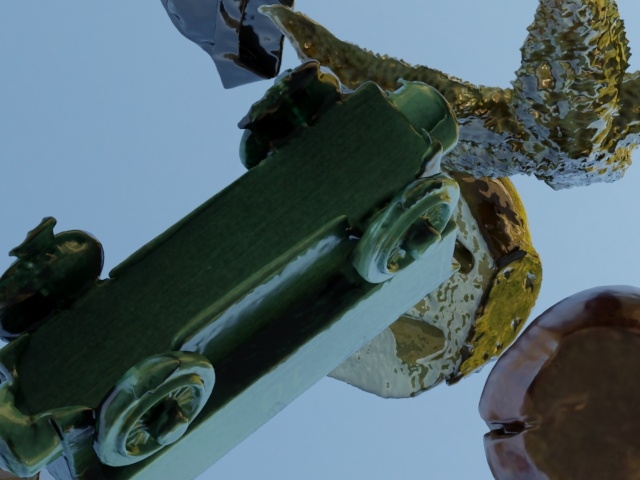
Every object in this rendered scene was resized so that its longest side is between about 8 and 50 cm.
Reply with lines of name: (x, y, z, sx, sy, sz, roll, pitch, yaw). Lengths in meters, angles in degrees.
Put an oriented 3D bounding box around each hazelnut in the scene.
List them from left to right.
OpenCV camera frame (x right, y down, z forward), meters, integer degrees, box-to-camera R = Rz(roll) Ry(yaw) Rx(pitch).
hazelnut: (0.167, 0.100, 0.951, 0.143, 0.143, 0.154, 24, -89, -34)

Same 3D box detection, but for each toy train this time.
toy train: (-0.026, 0.018, 0.468, 0.172, 0.099, 0.070, -36, -114, -21)

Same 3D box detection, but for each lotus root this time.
lotus root: (0.093, -0.001, 1.407, 0.149, 0.260, 0.267, -17, -63, -43)

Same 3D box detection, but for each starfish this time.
starfish: (0.113, -0.078, 0.908, 0.357, 0.347, 0.078, 4, -99, -26)

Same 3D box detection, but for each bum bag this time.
bum bag: (-0.134, -0.275, 1.442, 0.310, 0.137, 0.074, 48, -133, -6)

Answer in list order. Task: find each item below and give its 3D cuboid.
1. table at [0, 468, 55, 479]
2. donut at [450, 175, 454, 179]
table: (-0.275, 0.237, 1.222, 0.172, 0.169, 0.193, -96, -1, -60)
donut: (0.000, 0.000, 0.786, 0.117, 0.166, 0.065, -36, -95, -11)
